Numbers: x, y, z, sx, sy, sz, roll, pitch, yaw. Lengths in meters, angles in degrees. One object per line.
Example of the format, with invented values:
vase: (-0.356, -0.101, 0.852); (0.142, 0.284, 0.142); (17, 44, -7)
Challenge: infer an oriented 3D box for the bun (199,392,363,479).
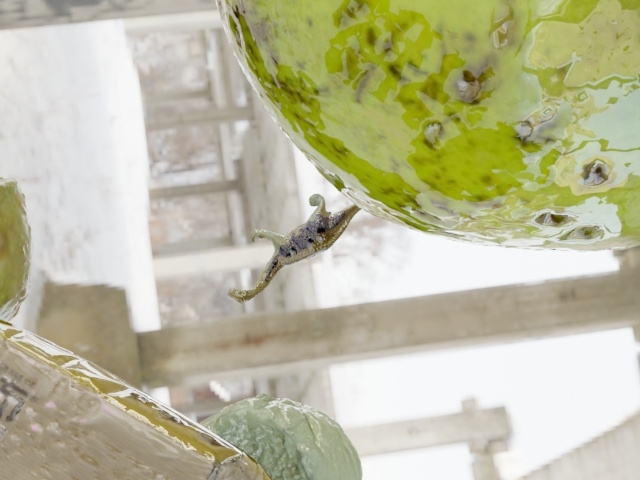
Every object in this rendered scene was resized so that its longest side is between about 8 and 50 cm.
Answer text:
bun: (-0.067, 0.222, 1.255); (0.204, 0.212, 0.126); (-41, -119, 56)

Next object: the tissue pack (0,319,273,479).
tissue pack: (-0.182, 0.178, 1.036); (0.134, 0.271, 0.192); (-59, 158, -12)

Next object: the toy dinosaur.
toy dinosaur: (-0.010, -0.007, 1.069); (0.058, 0.180, 0.037); (43, -19, 33)

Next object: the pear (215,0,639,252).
pear: (0.127, -0.161, 0.720); (0.391, 0.391, 0.391); (173, -90, -82)

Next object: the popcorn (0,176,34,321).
popcorn: (-0.358, -0.006, 1.159); (0.221, 0.184, 0.204); (44, -14, 11)
